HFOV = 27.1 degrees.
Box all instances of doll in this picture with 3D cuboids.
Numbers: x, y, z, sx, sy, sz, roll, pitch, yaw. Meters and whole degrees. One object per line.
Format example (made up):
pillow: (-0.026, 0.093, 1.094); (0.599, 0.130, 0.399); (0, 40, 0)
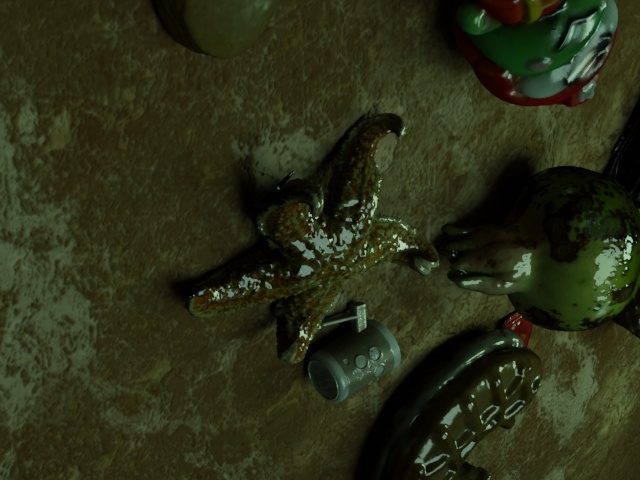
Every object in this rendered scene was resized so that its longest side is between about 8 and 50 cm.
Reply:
doll: (0.235, -0.241, 1.451); (0.183, 0.160, 0.363); (-50, 150, -4)

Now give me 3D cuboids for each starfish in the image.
starfish: (0.003, -0.001, 1.434); (0.312, 0.113, 0.303); (-47, 147, -5)

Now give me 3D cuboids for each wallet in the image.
wallet: (0.543, -0.161, 1.974); (0.221, 0.071, 0.262); (-1, 122, -45)

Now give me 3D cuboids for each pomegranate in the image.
pomegranate: (0.304, 0.020, 1.732); (0.276, 0.204, 0.222); (-16, 113, -47)

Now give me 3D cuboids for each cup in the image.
cup: (0.040, 0.140, 1.636); (0.099, 0.074, 0.102); (-29, 140, -32)

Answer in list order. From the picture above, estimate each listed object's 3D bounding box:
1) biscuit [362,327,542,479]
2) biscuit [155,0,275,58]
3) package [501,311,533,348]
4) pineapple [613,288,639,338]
biscuit: (0.177, 0.308, 1.931); (0.268, 0.115, 0.366); (-12, 128, -46)
biscuit: (-0.002, -0.347, 1.133); (0.394, 0.076, 0.368); (-30, 140, -32)
package: (0.288, 0.188, 2.042); (0.083, 0.022, 0.200); (-25, 136, -37)
pineapple: (0.591, 0.061, 2.217); (0.237, 0.119, 0.111); (-58, 160, 4)
